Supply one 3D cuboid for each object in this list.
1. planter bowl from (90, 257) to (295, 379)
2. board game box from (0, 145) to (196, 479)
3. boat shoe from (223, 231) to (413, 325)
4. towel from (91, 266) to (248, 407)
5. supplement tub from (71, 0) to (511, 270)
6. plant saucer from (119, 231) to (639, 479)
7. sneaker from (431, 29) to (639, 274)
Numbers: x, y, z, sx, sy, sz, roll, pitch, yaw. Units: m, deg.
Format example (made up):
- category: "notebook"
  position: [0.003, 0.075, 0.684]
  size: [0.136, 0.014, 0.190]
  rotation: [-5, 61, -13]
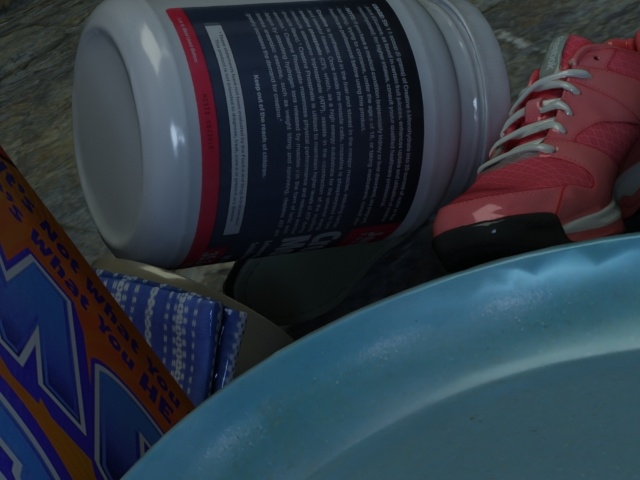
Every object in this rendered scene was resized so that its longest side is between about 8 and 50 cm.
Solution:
- category: "planter bowl"
  position: [-0.105, 0.098, 0.936]
  size: [0.162, 0.162, 0.109]
  rotation: [3, 63, 44]
- category: "board game box"
  position: [-0.216, 0.200, 0.515]
  size: [0.356, 0.356, 0.356]
  rotation: [-30, 26, 6]
- category: "boat shoe"
  position: [0.000, 0.000, 1.105]
  size: [0.069, 0.081, 0.228]
  rotation: [1, 28, 47]
- category: "towel"
  position: [-0.182, 0.130, 0.875]
  size: [0.336, 0.040, 0.243]
  rotation: [9, 86, 50]
- category: "supplement tub"
  position: [-0.023, -0.086, 0.971]
  size: [0.272, 0.191, 0.191]
  rotation: [-8, 17, -26]
- category: "plant saucer"
  position: [0.081, 0.086, 0.355]
  size: [0.318, 0.043, 0.317]
  rotation: [-14, 24, 6]
- category: "sneaker"
  position: [0.161, -0.067, 0.936]
  size: [0.116, 0.136, 0.314]
  rotation: [-15, 6, 41]
